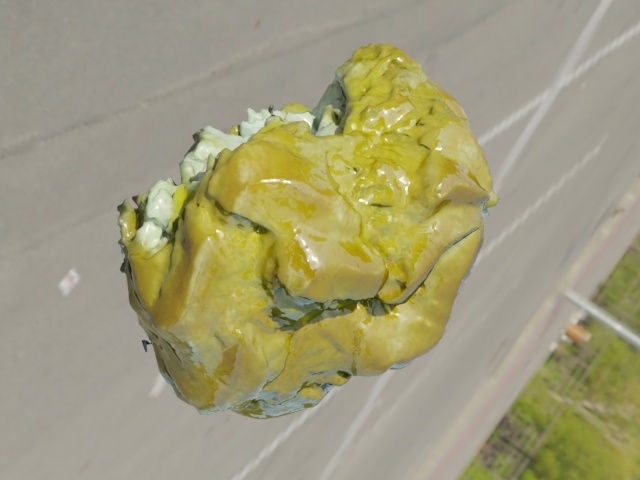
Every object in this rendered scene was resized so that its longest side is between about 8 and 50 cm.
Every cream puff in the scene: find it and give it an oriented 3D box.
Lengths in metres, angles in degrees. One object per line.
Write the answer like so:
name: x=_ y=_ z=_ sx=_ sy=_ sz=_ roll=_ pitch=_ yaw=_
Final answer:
cream puff: x=0.001 y=-0.001 z=0.479 sx=0.156 sy=0.121 sz=0.156 roll=-27 pitch=-174 yaw=3
